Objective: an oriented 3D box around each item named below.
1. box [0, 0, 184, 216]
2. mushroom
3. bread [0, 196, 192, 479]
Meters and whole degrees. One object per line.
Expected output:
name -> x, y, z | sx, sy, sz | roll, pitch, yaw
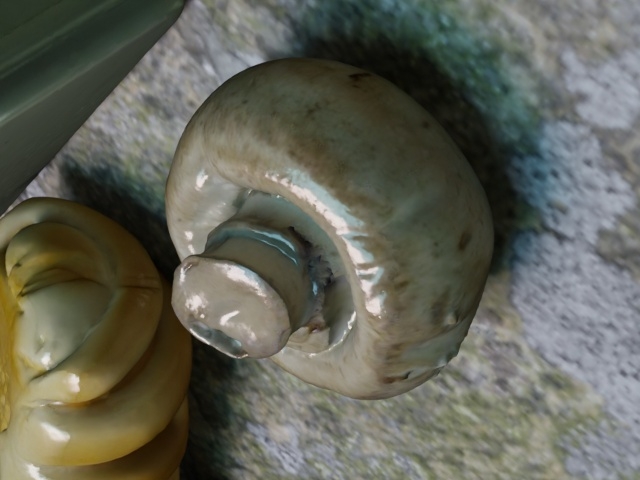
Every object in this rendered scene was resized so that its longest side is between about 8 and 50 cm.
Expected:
box -> -0.289, -0.155, 0.792 | 0.344, 0.177, 0.352 | 53, 145, -2
mushroom -> 0.000, 0.000, 0.672 | 0.166, 0.127, 0.166 | 25, 143, 20
bread -> -0.153, 0.126, 0.921 | 0.173, 0.121, 0.311 | -119, 32, -42
